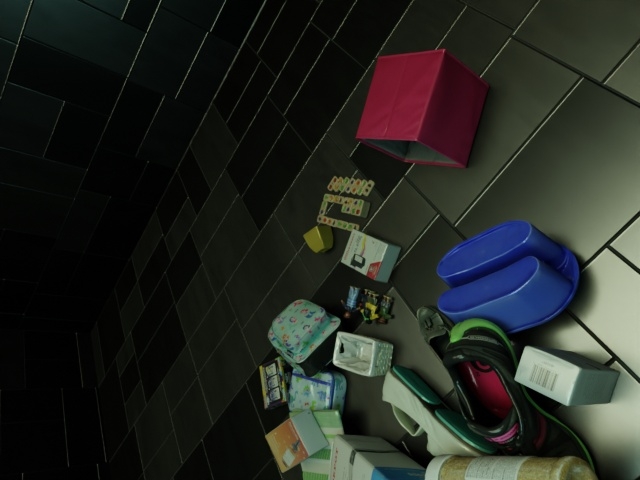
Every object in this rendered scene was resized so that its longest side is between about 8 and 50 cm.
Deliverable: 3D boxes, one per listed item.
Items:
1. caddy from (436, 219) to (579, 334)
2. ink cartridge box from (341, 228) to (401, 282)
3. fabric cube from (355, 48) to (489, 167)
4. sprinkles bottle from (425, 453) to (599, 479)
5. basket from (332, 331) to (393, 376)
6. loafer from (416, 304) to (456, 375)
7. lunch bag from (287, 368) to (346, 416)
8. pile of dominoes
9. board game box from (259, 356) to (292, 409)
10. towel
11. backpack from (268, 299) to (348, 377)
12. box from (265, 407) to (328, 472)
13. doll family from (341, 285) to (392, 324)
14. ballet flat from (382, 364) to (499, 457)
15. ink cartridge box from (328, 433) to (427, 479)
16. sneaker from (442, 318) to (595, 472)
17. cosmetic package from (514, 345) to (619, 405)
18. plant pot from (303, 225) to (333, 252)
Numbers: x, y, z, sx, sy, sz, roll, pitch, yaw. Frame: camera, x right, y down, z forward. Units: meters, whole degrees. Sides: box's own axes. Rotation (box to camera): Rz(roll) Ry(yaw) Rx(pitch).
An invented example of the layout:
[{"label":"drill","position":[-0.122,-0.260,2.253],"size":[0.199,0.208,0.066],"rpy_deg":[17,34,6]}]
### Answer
[{"label":"caddy","position":[0.455,0.107,1.191],"size":[0.341,0.179,0.241],"rpy_deg":[-32,34,39]},{"label":"ink cartridge box","position":[0.165,0.049,1.599],"size":[0.175,0.073,0.127],"rpy_deg":[27,100,48]},{"label":"fabric cube","position":[0.301,-0.384,1.431],"size":[0.259,0.254,0.257],"rpy_deg":[17,93,49]},{"label":"sprinkles bottle","position":[0.362,0.490,0.949],"size":[0.355,0.121,0.121],"rpy_deg":[-39,51,55]},{"label":"basket","position":[0.137,0.360,1.522],"size":[0.167,0.103,0.113],"rpy_deg":[4,82,48]},{"label":"loafer","position":[0.344,0.282,1.327],"size":[0.096,0.084,0.267],"rpy_deg":[-53,46,24]},{"label":"lunch bag","position":[-0.015,0.523,1.659],"size":[0.219,0.090,0.175],"rpy_deg":[1,78,47]},{"label":"pile of dominoes","position":[0.081,-0.144,1.771],"size":[0.251,0.040,0.195],"rpy_deg":[17,92,48]},{"label":"board game box","position":[-0.169,0.552,1.850],"size":[0.141,0.048,0.170],"rpy_deg":[-35,56,39]},{"label":"towel","position":[0.015,0.711,1.549],"size":[0.248,0.038,0.324],"rpy_deg":[-20,82,44]},{"label":"backpack","position":[-0.059,0.323,1.665],"size":[0.225,0.191,0.254],"rpy_deg":[-43,30,-18]},{"label":"box","position":[-0.079,0.644,1.540],"size":[0.170,0.091,0.130],"rpy_deg":[-49,63,37]},{"label":"doll family","position":[0.149,0.221,1.576],"size":[0.193,0.076,0.111],"rpy_deg":[15,95,54]},{"label":"ballet flat","position":[0.302,0.489,1.279],"size":[0.400,0.139,0.139],"rpy_deg":[33,105,55]},{"label":"ink cartridge box","position":[0.151,0.708,1.252],"size":[0.395,0.167,0.285],"rpy_deg":[160,119,-73]},{"label":"sneaker","position":[0.416,0.413,1.057],"size":[0.185,0.202,0.482],"rpy_deg":[-42,79,39]},{"label":"cosmetic package","position":[0.526,0.286,1.013],"size":[0.117,0.231,0.085],"rpy_deg":[21,96,48]},{"label":"plant pot","position":[0.000,0.000,1.793],"size":[0.081,0.082,0.083],"rpy_deg":[-34,67,37]}]
